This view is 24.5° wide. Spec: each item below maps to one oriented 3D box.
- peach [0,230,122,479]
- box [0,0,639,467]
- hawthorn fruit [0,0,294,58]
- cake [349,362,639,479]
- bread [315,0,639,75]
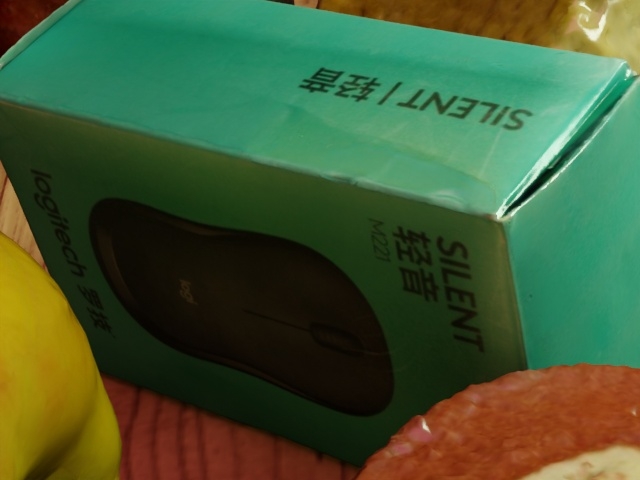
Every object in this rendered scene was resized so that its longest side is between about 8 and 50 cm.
[{"bbox_3d":[-0.232,0.128,0.568,0.308,0.289,0.289,-10,39,11],"label":"peach"},{"bbox_3d":[0.000,0.000,0.714,0.311,0.205,0.118,16,50,32],"label":"box"},{"bbox_3d":[-0.108,-0.160,0.983,0.251,0.189,0.189,18,46,9],"label":"hawthorn fruit"},{"bbox_3d":[0.139,0.157,0.529,0.283,0.150,0.177,15,36,32],"label":"cake"},{"bbox_3d":[0.106,-0.104,0.832,0.244,0.134,0.244,-23,49,29],"label":"bread"}]
